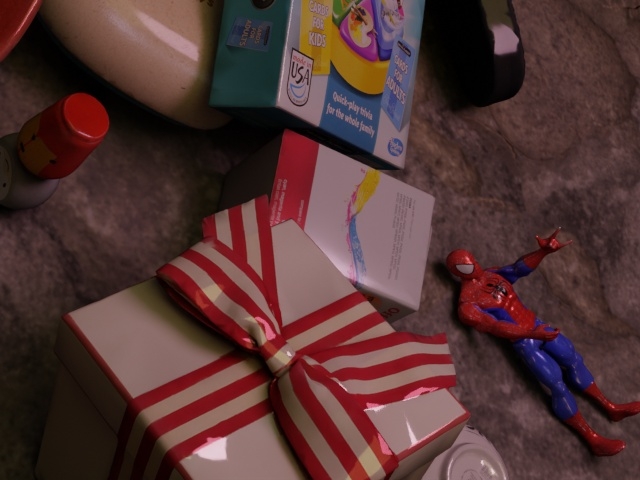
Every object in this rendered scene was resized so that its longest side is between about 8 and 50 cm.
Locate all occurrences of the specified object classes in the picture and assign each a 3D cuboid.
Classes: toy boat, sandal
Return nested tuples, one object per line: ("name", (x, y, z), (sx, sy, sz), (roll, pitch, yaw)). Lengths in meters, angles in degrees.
("toy boat", (-0.198, -0.166, 1.101), (0.267, 0.148, 0.318), (40, 48, -20))
("sandal", (0.114, -0.362, 1.359), (0.107, 0.167, 0.446), (-15, 80, -12))

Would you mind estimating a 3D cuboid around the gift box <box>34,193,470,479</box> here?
("gift box", (-0.053, 0.137, 0.955), (0.276, 0.258, 0.255), (-30, 65, -38))

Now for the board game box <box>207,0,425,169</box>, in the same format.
("board game box", (0.016, -0.259, 1.172), (0.253, 0.079, 0.336), (18, 78, -59))

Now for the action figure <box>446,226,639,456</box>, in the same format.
("action figure", (0.253, 0.099, 1.280), (0.280, 0.139, 0.091), (43, 54, -8))

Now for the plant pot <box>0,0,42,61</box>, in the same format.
("plant pot", (-0.372, -0.279, 0.913), (0.265, 0.272, 0.272), (21, 56, 13))

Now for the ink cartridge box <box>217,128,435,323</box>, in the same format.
("ink cartridge box", (0.000, 0.000, 1.155), (0.176, 0.128, 0.127), (22, 61, -23))

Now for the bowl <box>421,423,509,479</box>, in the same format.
("bowl", (0.129, 0.241, 1.176), (0.170, 0.080, 0.170), (12, 67, -29))
